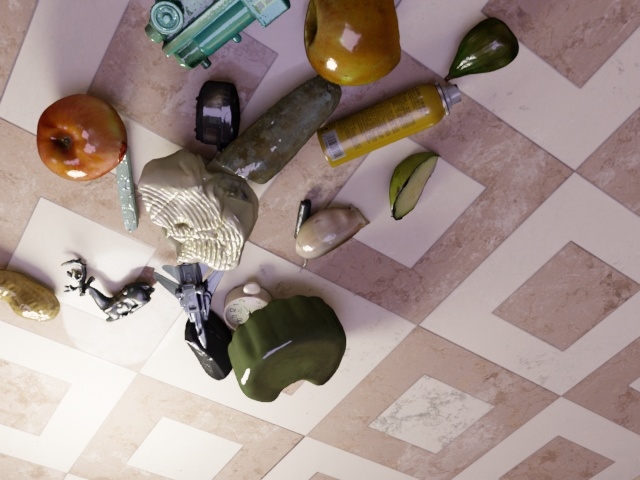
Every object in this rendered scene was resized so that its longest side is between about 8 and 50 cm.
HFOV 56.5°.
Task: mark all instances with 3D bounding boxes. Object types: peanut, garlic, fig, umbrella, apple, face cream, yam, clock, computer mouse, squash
[{"bbox_3d":[-0.856,0.158,1.709,0.095,0.108,0.226,-36,118,27],"label":"peanut"},{"bbox_3d":[-0.005,0.000,1.635,0.266,0.129,0.148,-30,121,24],"label":"garlic"},{"bbox_3d":[0.356,-0.427,1.355,0.177,0.117,0.117,-25,125,36],"label":"fig"},{"bbox_3d":[-0.048,-0.054,1.641,0.036,0.031,0.133,7,126,-8],"label":"umbrella"},{"bbox_3d":[0.075,-0.446,1.260,0.207,0.237,0.237,-4,127,-17],"label":"apple"},{"bbox_3d":[0.168,-0.289,1.437,0.348,0.105,0.105,-22,124,12],"label":"face cream"},{"bbox_3d":[-0.084,-0.262,1.396,0.330,0.133,0.133,-44,119,-1],"label":"yam"},{"bbox_3d":[-0.214,0.207,1.804,0.155,0.063,0.229,4,128,-9],"label":"clock"},{"bbox_3d":[-0.322,0.324,1.832,0.086,0.138,0.270,-7,128,20],"label":"computer mouse"},{"bbox_3d":[0.210,-0.150,1.540,0.085,0.184,0.192,34,123,21],"label":"squash"},{"bbox_3d":[-0.556,-0.238,1.387,0.209,0.164,0.210,2,100,9],"label":"apple"}]

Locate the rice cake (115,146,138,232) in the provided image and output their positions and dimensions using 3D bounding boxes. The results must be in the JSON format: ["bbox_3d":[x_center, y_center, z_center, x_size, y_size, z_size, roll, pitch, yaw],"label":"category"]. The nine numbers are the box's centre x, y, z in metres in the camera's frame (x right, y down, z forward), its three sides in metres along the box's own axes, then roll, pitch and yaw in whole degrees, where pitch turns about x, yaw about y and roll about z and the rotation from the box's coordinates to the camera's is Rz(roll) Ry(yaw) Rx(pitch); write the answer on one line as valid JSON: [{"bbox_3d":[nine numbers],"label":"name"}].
[{"bbox_3d":[-0.506,-0.132,1.553,0.042,0.045,0.245,0,125,-6],"label":"rice cake"}]

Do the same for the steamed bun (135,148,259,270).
[{"bbox_3d":[-0.291,-0.093,1.500,0.275,0.206,0.320,-7,128,21],"label":"steamed bun"}]

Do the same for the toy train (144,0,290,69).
[{"bbox_3d":[-0.224,-0.493,1.268,0.298,0.120,0.194,-32,126,19],"label":"toy train"}]

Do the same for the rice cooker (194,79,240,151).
[{"bbox_3d":[-0.242,-0.296,1.409,0.106,0.112,0.165,12,123,-5],"label":"rice cooker"}]

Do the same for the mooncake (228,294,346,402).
[{"bbox_3d":[-0.098,0.314,1.758,0.351,0.187,0.351,-15,139,-14],"label":"mooncake"}]

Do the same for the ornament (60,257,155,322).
[{"bbox_3d":[-0.624,0.128,1.714,0.202,0.080,0.236,-29,122,22],"label":"ornament"}]

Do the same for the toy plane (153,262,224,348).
[{"bbox_3d":[-0.358,0.189,1.698,0.212,0.088,0.268,-7,97,4],"label":"toy plane"}]
